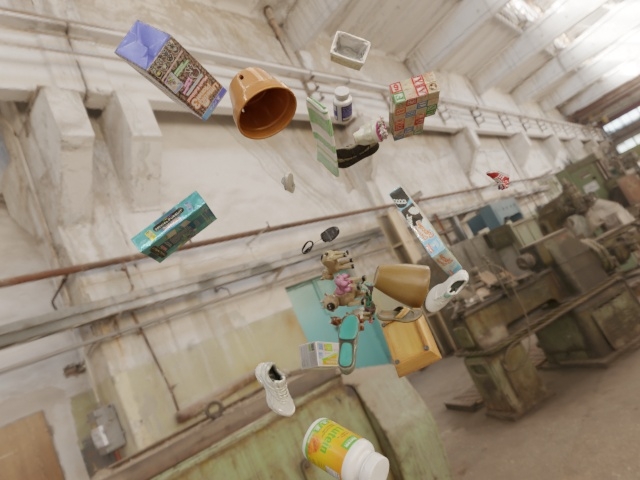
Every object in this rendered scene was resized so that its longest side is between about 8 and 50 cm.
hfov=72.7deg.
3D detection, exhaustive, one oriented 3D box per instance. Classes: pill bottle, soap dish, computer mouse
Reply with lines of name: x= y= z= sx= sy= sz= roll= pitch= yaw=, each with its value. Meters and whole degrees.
pill bottle: x=0.128 y=-0.784 z=2.508 sx=0.111 sy=0.112 sz=0.187 roll=-23 pitch=-34 yaw=-11
soap dish: x=0.429 y=0.488 z=2.127 sx=0.228 sy=0.291 sz=0.118 roll=-29 pitch=-44 yaw=14
computer mouse: x=0.000 y=0.000 z=2.369 sx=0.242 sy=0.071 sz=0.041 roll=-31 pitch=-9 yaw=9
pill bottle: x=0.076 y=0.646 z=1.306 sx=0.245 sy=0.137 sz=0.136 roll=10 pitch=17 yaw=42

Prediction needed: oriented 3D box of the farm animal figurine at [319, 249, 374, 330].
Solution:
farm animal figurine: x=0.082 y=0.204 z=1.749 sx=0.172 sy=0.331 sz=0.326 roll=-11 pitch=-6 yaw=21

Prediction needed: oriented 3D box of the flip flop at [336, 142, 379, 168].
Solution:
flip flop: x=0.173 y=-0.457 z=2.235 sx=0.276 sy=0.112 sz=0.080 roll=-21 pitch=22 yaw=22

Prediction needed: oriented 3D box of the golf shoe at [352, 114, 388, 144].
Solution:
golf shoe: x=0.225 y=-0.490 z=1.953 sx=0.140 sy=0.115 sz=0.306 roll=-14 pitch=11 yaw=19

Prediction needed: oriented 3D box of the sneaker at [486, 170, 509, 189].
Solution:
sneaker: x=0.734 y=-0.247 z=1.798 sx=0.118 sy=0.067 sz=0.042 roll=10 pitch=-10 yaw=-22

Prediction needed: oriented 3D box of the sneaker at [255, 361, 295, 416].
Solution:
sneaker: x=-0.163 y=0.572 z=1.674 sx=0.090 sy=0.232 sz=0.115 roll=-29 pitch=-5 yaw=-41

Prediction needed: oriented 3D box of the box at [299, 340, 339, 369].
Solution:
box: x=0.009 y=0.537 z=2.018 sx=0.103 sy=0.114 sz=0.203 roll=-22 pitch=-25 yaw=33

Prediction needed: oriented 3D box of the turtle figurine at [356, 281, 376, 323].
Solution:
turtle figurine: x=0.247 y=0.356 z=2.368 sx=0.118 sy=0.234 sz=0.175 roll=5 pitch=21 yaw=8

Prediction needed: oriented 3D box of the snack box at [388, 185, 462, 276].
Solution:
snack box: x=0.370 y=-0.036 z=1.543 sx=0.060 sy=0.322 sz=0.187 roll=-38 pitch=-41 yaw=15

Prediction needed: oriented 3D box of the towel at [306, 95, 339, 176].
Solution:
towel: x=0.009 y=-0.486 z=2.034 sx=0.038 sy=0.248 sz=0.325 roll=-20 pitch=-54 yaw=-13

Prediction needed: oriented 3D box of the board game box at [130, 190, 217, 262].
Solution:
board game box: x=-0.638 y=-0.055 z=1.931 sx=0.336 sy=0.079 sz=0.254 roll=-39 pitch=-9 yaw=-10

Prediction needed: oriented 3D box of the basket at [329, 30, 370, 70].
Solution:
basket: x=0.133 y=-0.870 z=2.011 sx=0.167 sy=0.113 sz=0.103 roll=19 pitch=-3 yaw=-2

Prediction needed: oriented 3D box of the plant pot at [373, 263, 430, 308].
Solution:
plant pot: x=0.413 y=0.215 z=2.278 sx=0.254 sy=0.237 sz=0.237 roll=16 pitch=-13 yaw=-1

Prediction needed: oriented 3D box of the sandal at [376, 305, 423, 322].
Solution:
sandal: x=0.307 y=0.281 z=1.691 sx=0.180 sy=0.049 sz=0.072 roll=0 pitch=26 yaw=9

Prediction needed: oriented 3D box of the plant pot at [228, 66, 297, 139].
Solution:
plant pot: x=-0.277 y=-0.628 z=1.942 sx=0.290 sy=0.204 sz=0.291 roll=-26 pitch=-25 yaw=-13

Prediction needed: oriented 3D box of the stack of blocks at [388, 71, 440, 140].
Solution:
stack of blocks: x=0.367 y=-0.527 z=1.741 sx=0.171 sy=0.087 sz=0.297 roll=-16 pitch=-16 yaw=4

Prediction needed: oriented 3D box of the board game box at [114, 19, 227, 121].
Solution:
board game box: x=-0.517 y=-0.589 z=1.523 sx=0.141 sy=0.232 sz=0.291 roll=-55 pitch=-31 yaw=0

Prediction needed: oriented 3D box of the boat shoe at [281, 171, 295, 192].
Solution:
boat shoe: x=-0.173 y=-0.302 z=2.243 sx=0.063 sy=0.066 sz=0.184 roll=15 pitch=-10 yaw=10

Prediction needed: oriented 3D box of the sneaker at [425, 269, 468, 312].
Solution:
sneaker: x=0.478 y=0.201 z=1.657 sx=0.212 sy=0.080 sz=0.094 roll=-52 pitch=-1 yaw=20

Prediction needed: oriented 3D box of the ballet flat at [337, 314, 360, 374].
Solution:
ballet flat: x=0.094 y=0.356 z=1.484 sx=0.072 sy=0.213 sz=0.068 roll=1 pitch=-44 yaw=12
